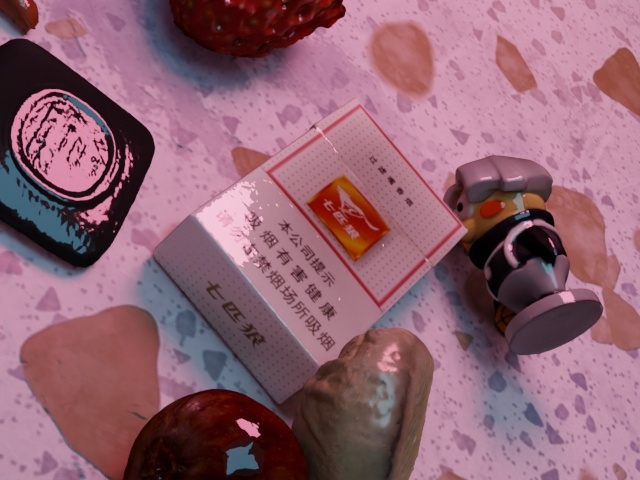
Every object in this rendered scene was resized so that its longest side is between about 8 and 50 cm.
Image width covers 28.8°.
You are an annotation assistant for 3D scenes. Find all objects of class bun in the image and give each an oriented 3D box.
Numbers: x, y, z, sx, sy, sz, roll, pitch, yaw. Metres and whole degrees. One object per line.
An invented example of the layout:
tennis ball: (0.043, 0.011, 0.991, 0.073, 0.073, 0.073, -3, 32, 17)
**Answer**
bun: (0.030, 0.183, 1.204, 0.127, 0.222, 0.222, 11, 45, 13)

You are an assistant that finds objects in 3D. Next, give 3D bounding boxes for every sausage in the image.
sausage: (-0.360, -0.276, 1.308, 0.158, 0.042, 0.036, 37, 7, -16)

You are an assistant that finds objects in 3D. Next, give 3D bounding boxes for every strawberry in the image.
strawberry: (-0.093, -0.296, 1.468, 0.234, 0.234, 0.178, 44, 74, -6)

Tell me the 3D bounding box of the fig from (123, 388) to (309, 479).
fig: (-0.074, 0.228, 1.119, 0.207, 0.175, 0.175, 25, 47, -44)

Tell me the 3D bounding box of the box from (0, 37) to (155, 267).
box: (-0.269, -0.093, 1.250, 0.201, 0.042, 0.212, 36, 46, -17)

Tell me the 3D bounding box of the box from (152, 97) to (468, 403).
box: (-0.001, 0.000, 1.368, 0.210, 0.095, 0.330, 50, 42, 0)

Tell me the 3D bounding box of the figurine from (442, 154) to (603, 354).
figurine: (0.232, 0.014, 1.499, 0.133, 0.176, 0.236, -8, 59, -23)
